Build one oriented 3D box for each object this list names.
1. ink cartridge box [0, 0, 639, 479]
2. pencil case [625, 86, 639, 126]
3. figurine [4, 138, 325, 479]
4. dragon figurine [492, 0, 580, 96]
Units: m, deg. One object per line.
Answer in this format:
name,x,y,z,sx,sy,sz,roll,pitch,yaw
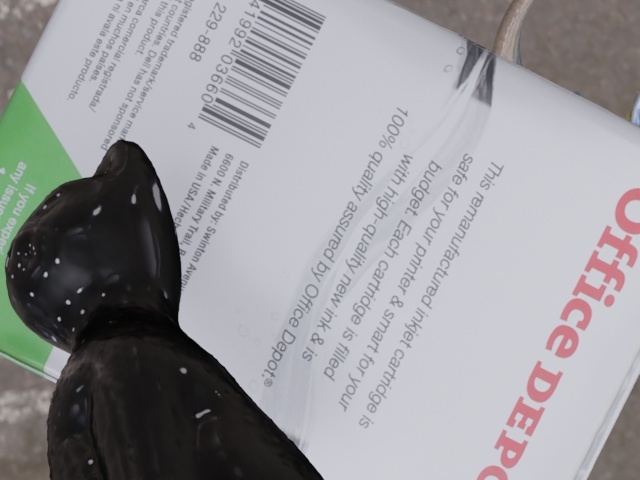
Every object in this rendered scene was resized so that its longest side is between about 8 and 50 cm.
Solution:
ink cartridge box,0.000,0.000,0.729,0.289,0.121,0.211,27,91,0
pencil case,0.306,-0.099,1.026,0.273,0.113,0.124,-29,178,-42
figurine,-0.100,0.095,0.530,0.092,0.209,0.215,29,112,-37
dragon figurine,0.126,-0.062,1.085,0.144,0.085,0.289,-31,132,-65
